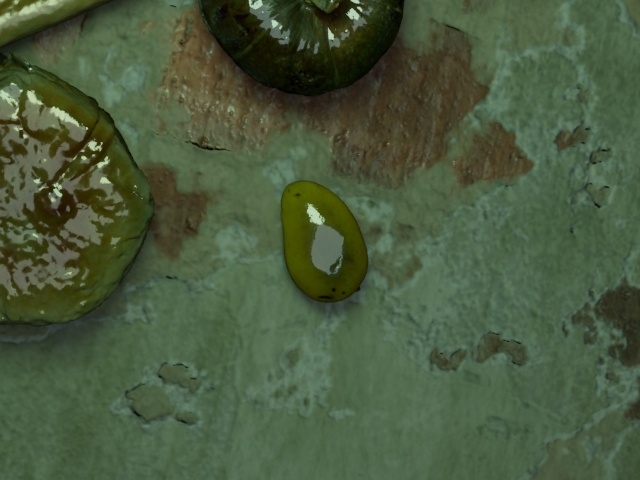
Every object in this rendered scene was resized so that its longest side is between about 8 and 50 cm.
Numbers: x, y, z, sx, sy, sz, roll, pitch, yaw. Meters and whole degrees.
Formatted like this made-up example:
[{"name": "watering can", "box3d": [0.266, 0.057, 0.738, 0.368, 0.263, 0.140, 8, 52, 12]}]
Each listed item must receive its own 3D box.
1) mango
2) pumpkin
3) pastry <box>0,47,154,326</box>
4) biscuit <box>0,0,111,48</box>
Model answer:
[{"name": "mango", "box3d": [0.000, 0.000, 1.838, 0.103, 0.076, 0.161, -20, 95, 1]}, {"name": "pumpkin", "box3d": [-0.013, -0.295, 1.717, 0.260, 0.189, 0.260, -2, 103, -10]}, {"name": "pastry", "box3d": [-0.360, -0.047, 1.732, 0.330, 0.136, 0.329, -1, 101, -7]}, {"name": "biscuit", "box3d": [-0.347, -0.358, 1.699, 0.291, 0.062, 0.236, -26, 94, -6]}]
